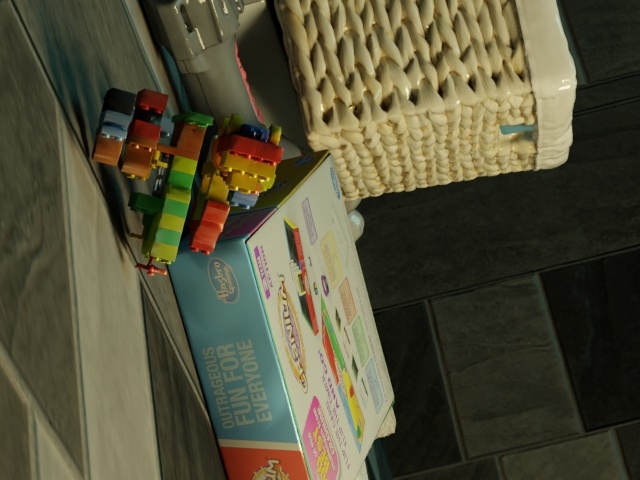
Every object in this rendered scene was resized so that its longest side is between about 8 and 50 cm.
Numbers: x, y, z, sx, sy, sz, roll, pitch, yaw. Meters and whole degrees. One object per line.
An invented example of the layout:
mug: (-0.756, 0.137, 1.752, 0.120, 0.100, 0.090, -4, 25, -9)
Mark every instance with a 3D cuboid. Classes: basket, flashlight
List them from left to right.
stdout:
flashlight: (-0.078, -0.129, 1.621, 0.103, 0.103, 0.304, 42, -22, 45)
basket: (0.096, -0.231, 1.827, 0.328, 0.266, 0.331, 63, 13, -77)

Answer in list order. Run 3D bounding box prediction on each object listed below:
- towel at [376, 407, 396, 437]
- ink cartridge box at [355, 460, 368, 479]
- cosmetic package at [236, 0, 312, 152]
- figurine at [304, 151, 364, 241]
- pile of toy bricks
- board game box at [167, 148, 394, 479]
towel: (-0.001, 0.113, 1.737, 0.187, 0.049, 0.282, 71, 17, 6)
ink cartridge box: (-0.033, 0.138, 1.808, 0.225, 0.056, 0.181, 49, 20, -37)
cosmetic package: (-0.103, -0.310, 1.907, 0.284, 0.097, 0.377, 74, 3, -60)
figurine: (0.000, 0.000, 2.050, 0.209, 0.092, 0.215, 86, 18, -55)
pile of toy bricks: (-0.094, -0.029, 1.144, 0.212, 0.118, 0.105, -179, -77, -78)
board game box: (-0.022, 0.077, 1.464, 0.316, 0.064, 0.242, -49, 126, -72)
